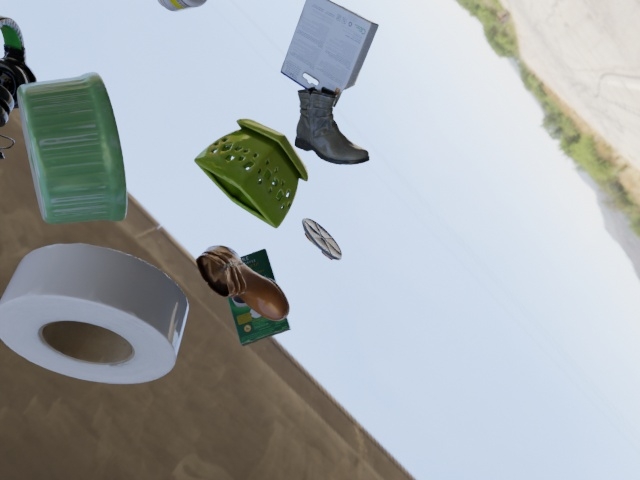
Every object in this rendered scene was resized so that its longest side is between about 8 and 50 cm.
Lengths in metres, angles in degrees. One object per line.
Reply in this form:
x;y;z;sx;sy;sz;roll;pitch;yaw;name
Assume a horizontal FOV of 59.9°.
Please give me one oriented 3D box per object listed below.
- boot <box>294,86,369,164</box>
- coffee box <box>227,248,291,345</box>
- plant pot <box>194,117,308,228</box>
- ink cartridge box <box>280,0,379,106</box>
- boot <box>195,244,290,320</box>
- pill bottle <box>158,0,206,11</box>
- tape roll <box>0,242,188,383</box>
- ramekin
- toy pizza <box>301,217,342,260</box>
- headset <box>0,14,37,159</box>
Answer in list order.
0.022;-0.288;1.377;0.246;0.161;0.083;27;-145;37;boot
-0.140;0.120;1.189;0.040;0.113;0.184;66;-176;-76;coffee box
-0.179;-0.204;1.589;0.227;0.207;0.228;30;166;36;plant pot
0.017;-0.489;1.424;0.223;0.224;0.045;40;-151;27;ink cartridge box
-0.146;0.089;1.026;0.197;0.073;0.152;41;-174;2;boot
-0.471;-0.837;1.867;0.117;0.117;0.215;26;174;-42;pill bottle
-0.367;0.130;0.909;0.286;0.286;0.100;35;-138;-32;tape roll
-0.499;-0.176;1.109;0.148;0.303;0.303;-12;-116;-28;ramekin
0.000;0.000;2.003;0.201;0.032;0.201;41;-162;-16;toy pizza
-0.845;-0.375;1.392;0.185;0.394;0.243;14;-143;-7;headset
